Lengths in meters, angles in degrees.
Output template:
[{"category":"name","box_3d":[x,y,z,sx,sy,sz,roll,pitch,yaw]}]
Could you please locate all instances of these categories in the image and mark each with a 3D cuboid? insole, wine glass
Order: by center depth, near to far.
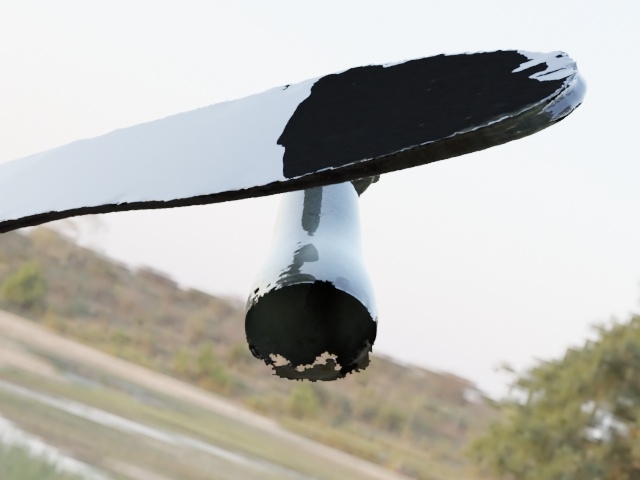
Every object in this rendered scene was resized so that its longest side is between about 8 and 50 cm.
[{"category":"insole","box_3d":[-0.057,-0.024,0.545,0.309,0.012,0.110,-12,22,25]},{"category":"wine glass","box_3d":[0.000,0.000,0.854,0.072,0.072,0.155,21,36,-13]}]
